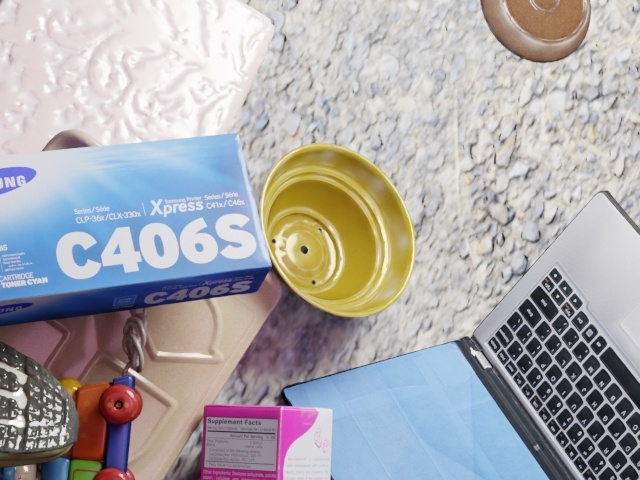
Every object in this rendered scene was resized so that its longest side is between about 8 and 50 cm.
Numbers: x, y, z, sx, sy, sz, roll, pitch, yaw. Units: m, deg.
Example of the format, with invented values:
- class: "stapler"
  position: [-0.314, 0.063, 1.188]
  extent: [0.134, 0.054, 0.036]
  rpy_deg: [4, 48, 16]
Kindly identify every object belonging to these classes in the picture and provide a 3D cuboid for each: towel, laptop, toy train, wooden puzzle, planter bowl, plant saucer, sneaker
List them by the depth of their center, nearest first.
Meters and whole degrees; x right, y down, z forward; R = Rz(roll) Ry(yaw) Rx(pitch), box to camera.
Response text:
- class: "sneaker"
  position: [-0.451, 0.201, 1.626]
  extent: [0.410, 0.182, 0.158]
  rpy_deg: [2, 47, -3]
- class: "toy train"
  position: [-0.262, 0.166, 1.686]
  extent: [0.143, 0.105, 0.248]
  rpy_deg: [5, 84, -4]
- class: "wooden puzzle"
  position: [-0.260, 0.102, 1.771]
  extent: [0.322, 0.080, 0.348]
  rpy_deg: [38, 79, -17]
- class: "laptop"
  position: [0.229, 0.181, 1.789]
  extent: [0.236, 0.408, 0.382]
  rpy_deg: [19, 28, -44]
- class: "towel"
  position: [-0.249, -0.186, 1.863]
  extent: [0.317, 0.053, 0.331]
  rpy_deg: [27, 73, -15]
- class: "planter bowl"
  position: [0.000, 0.000, 1.896]
  extent: [0.217, 0.090, 0.217]
  rpy_deg: [13, 64, -29]
- class: "plant saucer"
  position: [0.295, -0.322, 2.122]
  extent: [0.168, 0.029, 0.168]
  rpy_deg: [4, 78, -22]

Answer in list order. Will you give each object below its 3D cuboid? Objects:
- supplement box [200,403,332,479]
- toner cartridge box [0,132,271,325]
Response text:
- class: "supplement box"
  position: [-0.062, 0.295, 1.779]
  extent: [0.111, 0.114, 0.220]
  rpy_deg: [14, 77, -58]
- class: "toner cartridge box"
  position: [-0.239, -0.010, 1.661]
  extent: [0.348, 0.075, 0.165]
  rpy_deg: [-8, 67, -20]
